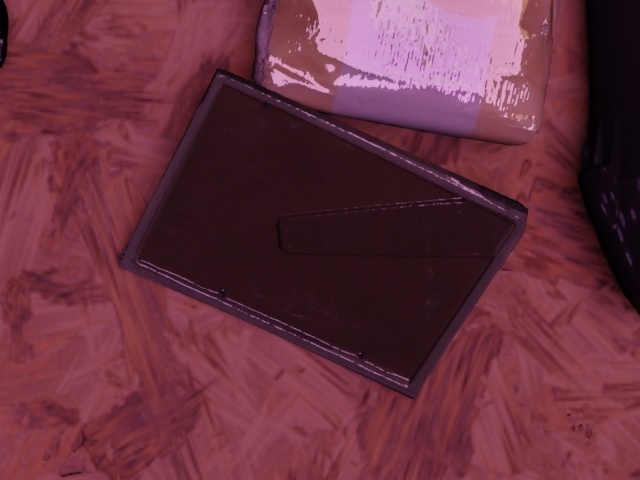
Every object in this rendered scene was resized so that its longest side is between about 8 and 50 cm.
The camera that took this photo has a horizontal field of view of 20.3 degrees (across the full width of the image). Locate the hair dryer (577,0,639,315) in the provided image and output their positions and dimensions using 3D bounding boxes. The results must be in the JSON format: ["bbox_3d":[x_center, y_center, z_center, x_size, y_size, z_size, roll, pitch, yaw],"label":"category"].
[{"bbox_3d":[0.362,-0.101,1.400,0.359,0.120,0.304,-5,82,-18],"label":"hair dryer"}]

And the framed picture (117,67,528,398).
[{"bbox_3d":[0.000,0.000,1.334,0.260,0.023,0.189,24,118,-9],"label":"framed picture"}]

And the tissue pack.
[{"bbox_3d":[0.067,-0.174,1.329,0.222,0.090,0.186,10,97,-10],"label":"tissue pack"}]

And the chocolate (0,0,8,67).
[{"bbox_3d":[-0.286,-0.127,1.301,0.147,0.070,0.072,-39,127,-2],"label":"chocolate"}]
